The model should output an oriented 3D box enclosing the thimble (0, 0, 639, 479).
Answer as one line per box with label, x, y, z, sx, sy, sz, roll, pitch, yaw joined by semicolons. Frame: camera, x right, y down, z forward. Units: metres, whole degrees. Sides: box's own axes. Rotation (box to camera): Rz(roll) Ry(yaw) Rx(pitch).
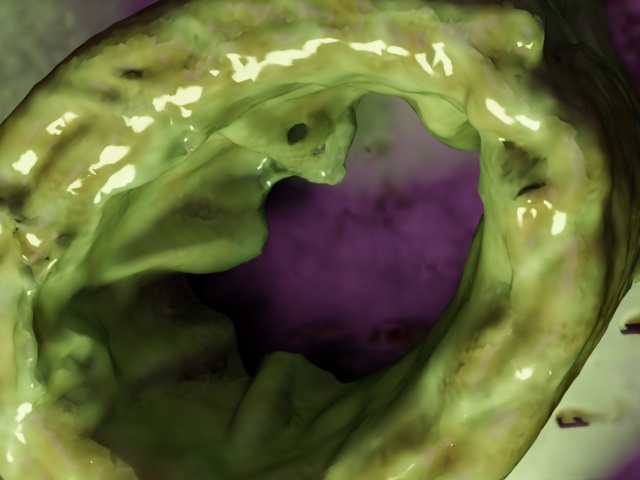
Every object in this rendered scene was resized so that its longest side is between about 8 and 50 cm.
thimble;-0.001;0.007;0.573;0.229;0.148;0.196;-22;96;19
